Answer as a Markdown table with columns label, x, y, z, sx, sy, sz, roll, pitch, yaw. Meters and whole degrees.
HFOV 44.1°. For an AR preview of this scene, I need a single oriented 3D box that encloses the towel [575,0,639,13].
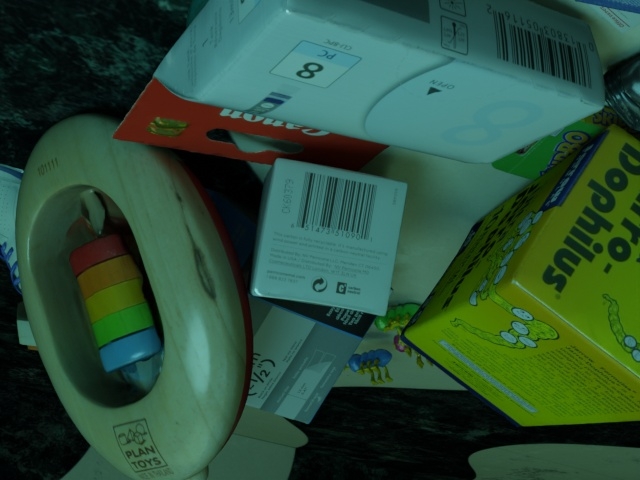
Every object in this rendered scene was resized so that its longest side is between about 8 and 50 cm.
| label | x | y | z | sx | sy | sz | roll | pitch | yaw |
| --- | --- | --- | --- | --- | --- | --- | --- | --- | --- |
| towel | 0.303 | -0.242 | 0.483 | 0.209 | 0.034 | 0.285 | 10 | 149 | -3 |

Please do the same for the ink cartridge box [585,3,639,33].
| label | x | y | z | sx | sy | sz | roll | pitch | yaw |
| --- | --- | --- | --- | --- | --- | --- | --- | --- | --- |
| ink cartridge box | 0.250 | -0.198 | 0.632 | 0.048 | 0.028 | 0.083 | 26 | 151 | -30 |

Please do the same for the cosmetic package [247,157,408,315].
| label | x | y | z | sx | sy | sz | roll | pitch | yaw |
| --- | --- | --- | --- | --- | --- | --- | --- | --- | --- |
| cosmetic package | 0.000 | 0.000 | 0.927 | 0.151 | 0.152 | 0.183 | 10 | 176 | -6 |

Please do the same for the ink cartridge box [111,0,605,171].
| label | x | y | z | sx | sy | sz | roll | pitch | yaw |
| --- | --- | --- | --- | --- | --- | --- | --- | --- | --- |
| ink cartridge box | 0.008 | -0.113 | 0.736 | 0.308 | 0.091 | 0.385 | 7 | 159 | -31 |

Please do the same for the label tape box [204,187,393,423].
| label | x | y | z | sx | sy | sz | roll | pitch | yaw |
| --- | --- | --- | --- | --- | --- | --- | --- | --- | --- |
| label tape box | -0.106 | 0.093 | 1.109 | 0.347 | 0.249 | 0.115 | 24 | -166 | -33 |

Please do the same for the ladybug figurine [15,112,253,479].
| label | x | y | z | sx | sy | sz | roll | pitch | yaw |
| --- | --- | --- | --- | --- | --- | --- | --- | --- | --- |
| ladybug figurine | -0.208 | 0.068 | 0.942 | 0.305 | 0.450 | 0.162 | -20 | 175 | 32 |

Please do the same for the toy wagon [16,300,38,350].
| label | x | y | z | sx | sy | sz | roll | pitch | yaw |
| --- | --- | --- | --- | --- | --- | --- | --- | --- | --- |
| toy wagon | -0.299 | 0.107 | 1.258 | 0.344 | 0.068 | 0.267 | -6 | -168 | -19 |

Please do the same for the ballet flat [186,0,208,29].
| label | x | y | z | sx | sy | sz | roll | pitch | yaw |
| --- | --- | --- | --- | --- | --- | --- | --- | --- | --- |
| ballet flat | -0.049 | -0.221 | 0.637 | 0.074 | 0.074 | 0.203 | 18 | 154 | -19 |

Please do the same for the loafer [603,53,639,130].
| label | x | y | z | sx | sy | sz | roll | pitch | yaw |
| --- | --- | --- | --- | --- | --- | --- | --- | --- | --- |
| loafer | 0.336 | -0.106 | 0.723 | 0.170 | 0.062 | 0.061 | 37 | 140 | -13 |

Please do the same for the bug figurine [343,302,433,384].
| label | x | y | z | sx | sy | sz | roll | pitch | yaw |
| --- | --- | --- | --- | --- | --- | --- | --- | --- | --- |
| bug figurine | 0.099 | 0.175 | 1.419 | 0.216 | 0.072 | 0.279 | -14 | 147 | 19 |

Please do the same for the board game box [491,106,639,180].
| label | x | y | z | sx | sy | sz | roll | pitch | yaw |
| --- | --- | --- | --- | --- | --- | --- | --- | --- | --- |
| board game box | 0.325 | -0.083 | 0.847 | 0.259 | 0.039 | 0.124 | 12 | 155 | -12 |

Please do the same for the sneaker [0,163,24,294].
| label | x | y | z | sx | sy | sz | roll | pitch | yaw |
| --- | --- | --- | --- | --- | --- | --- | --- | --- | --- |
| sneaker | -0.408 | 0.004 | 1.093 | 0.315 | 0.182 | 0.127 | 6 | 154 | 6 |

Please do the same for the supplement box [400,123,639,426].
| label | x | y | z | sx | sy | sz | roll | pitch | yaw |
| --- | --- | --- | --- | --- | --- | --- | --- | --- | --- |
| supplement box | 0.257 | 0.063 | 0.855 | 0.195 | 0.194 | 0.356 | 37 | 162 | 0 |
